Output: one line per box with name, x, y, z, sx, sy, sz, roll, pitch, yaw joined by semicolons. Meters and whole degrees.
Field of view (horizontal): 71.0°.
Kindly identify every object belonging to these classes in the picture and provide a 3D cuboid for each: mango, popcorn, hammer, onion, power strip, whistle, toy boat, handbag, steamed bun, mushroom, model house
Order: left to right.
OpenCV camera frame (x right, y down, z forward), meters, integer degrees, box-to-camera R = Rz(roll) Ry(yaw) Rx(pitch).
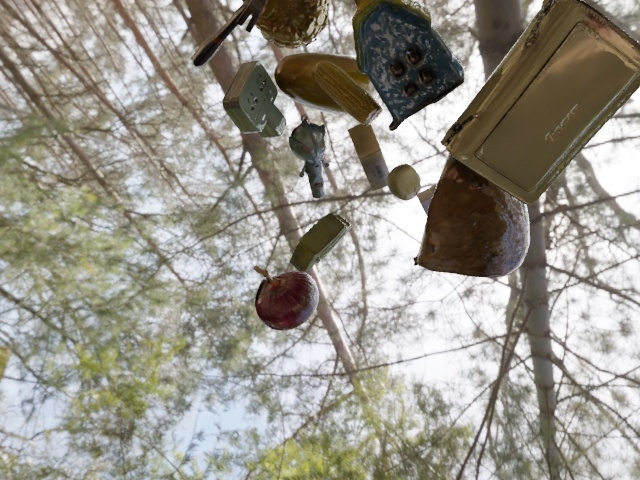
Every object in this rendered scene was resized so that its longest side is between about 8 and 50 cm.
hammer;-0.211;-0.473;1.012;0.290;0.037;0.137;-22;-128;43
power strip;-0.250;-0.500;1.684;0.141;0.261;0.229;3;-119;29
popcorn;-0.084;-0.624;1.150;0.250;0.250;0.190;-29;-153;-8
onion;-0.128;0.255;1.915;0.230;0.272;0.256;-8;-114;24
whistle;-0.034;-0.318;1.711;0.133;0.346;0.142;23;-129;34
toy boat;-0.001;-0.002;1.709;0.276;0.084;0.111;-43;-112;-16
mango;0.021;-0.585;1.674;0.445;0.221;0.301;-11;-151;-42
model house;0.185;-0.462;1.064;0.215;0.303;0.237;-27;-155;24
steamed bun;0.293;-0.209;1.607;0.112;0.130;0.091;-36;-159;-8
mushroom;0.439;-0.077;1.229;0.313;0.397;0.224;14;-125;16
handbag;0.456;-0.289;0.954;0.358;0.236;0.160;-55;-163;24

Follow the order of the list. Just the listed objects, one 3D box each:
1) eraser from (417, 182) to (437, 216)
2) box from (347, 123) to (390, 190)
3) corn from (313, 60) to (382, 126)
eraser;0.603;-0.226;1.854;0.396;0.213;0.082;-28;-123;15
box;0.193;-0.321;1.720;0.095;0.212;0.168;-21;-124;11
corn;0.073;-0.418;1.267;0.081;0.081;0.248;-35;-112;-16
